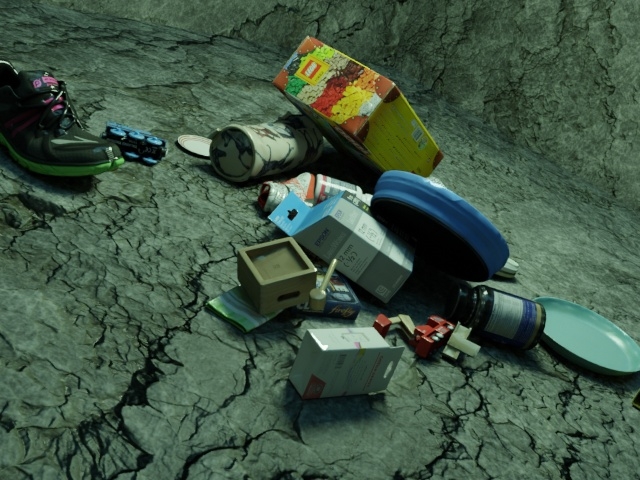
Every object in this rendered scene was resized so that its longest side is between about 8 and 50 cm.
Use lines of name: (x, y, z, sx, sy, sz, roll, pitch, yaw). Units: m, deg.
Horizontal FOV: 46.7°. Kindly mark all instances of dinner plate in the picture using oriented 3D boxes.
dinner plate: (-0.363, -0.282, 2.241, 0.141, 0.017, 0.141, 17, 24, -8)

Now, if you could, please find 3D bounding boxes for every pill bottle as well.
pill bottle: (0.415, 0.177, 1.776, 0.219, 0.122, 0.123, 18, 24, -6)
pill bottle: (0.061, -0.114, 2.117, 0.180, 0.108, 0.108, 16, 25, -10)

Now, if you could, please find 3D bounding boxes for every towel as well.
towel: (-0.152, 0.133, 1.539, 0.113, 0.023, 0.152, 29, 26, 19)

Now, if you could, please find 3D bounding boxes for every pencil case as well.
pencil case: (-0.161, -0.287, 2.232, 0.183, 0.160, 0.410, 45, 30, 13)

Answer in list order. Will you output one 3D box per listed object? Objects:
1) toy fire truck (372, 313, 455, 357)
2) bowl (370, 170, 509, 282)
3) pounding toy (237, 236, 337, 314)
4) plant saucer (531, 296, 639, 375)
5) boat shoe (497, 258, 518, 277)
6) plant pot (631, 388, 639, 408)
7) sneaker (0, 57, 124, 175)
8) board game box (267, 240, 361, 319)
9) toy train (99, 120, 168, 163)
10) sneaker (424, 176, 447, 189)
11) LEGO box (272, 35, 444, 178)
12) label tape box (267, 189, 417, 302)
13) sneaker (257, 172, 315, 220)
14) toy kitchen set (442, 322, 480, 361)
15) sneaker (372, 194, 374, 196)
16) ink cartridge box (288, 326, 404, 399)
toy fire truck: (0.206, 0.201, 1.653, 0.135, 0.047, 0.192, 31, 25, 24)
bowl: (0.295, -0.026, 1.906, 0.391, 0.077, 0.391, 34, -14, 9)
pounding toy: (-0.051, 0.092, 1.535, 0.181, 0.094, 0.206, -14, 41, -23)
plant saucer: (0.683, 0.253, 1.927, 0.318, 0.043, 0.317, 17, 25, -8)
boat shoe: (0.455, 0.007, 2.137, 0.302, 0.103, 0.113, 27, 11, -14)
plant pot: (0.793, 0.364, 1.745, 0.081, 0.081, 0.083, 32, 16, 24)
sneaker: (-0.679, -0.300, 1.803, 0.483, 0.202, 0.185, 29, 26, 19)
board game box: (-0.023, 0.089, 1.709, 0.165, 0.042, 0.243, 9, 27, -26)
toy train: (-0.510, -0.268, 2.027, 0.184, 0.080, 0.105, 12, 20, -18)
sneaker: (0.392, -0.069, 2.297, 0.105, 0.115, 0.281, -18, 54, -8)
LEGO box: (0.134, -0.382, 2.375, 0.372, 0.193, 0.500, 37, 0, 33)
label tape box: (0.065, -0.024, 1.827, 0.348, 0.115, 0.249, 37, 21, -2)
sneaker: (-0.096, -0.141, 2.071, 0.145, 0.090, 0.270, 17, 26, -10)
toy kitchen set: (0.321, 0.246, 1.670, 0.068, 0.075, 0.083, 26, 64, 18)
sneaker: (0.209, -0.143, 2.279, 0.099, 0.121, 0.262, 30, 26, 21)
ink cartridge box: (0.051, 0.228, 1.392, 0.198, 0.115, 0.067, 4, 29, -35)
